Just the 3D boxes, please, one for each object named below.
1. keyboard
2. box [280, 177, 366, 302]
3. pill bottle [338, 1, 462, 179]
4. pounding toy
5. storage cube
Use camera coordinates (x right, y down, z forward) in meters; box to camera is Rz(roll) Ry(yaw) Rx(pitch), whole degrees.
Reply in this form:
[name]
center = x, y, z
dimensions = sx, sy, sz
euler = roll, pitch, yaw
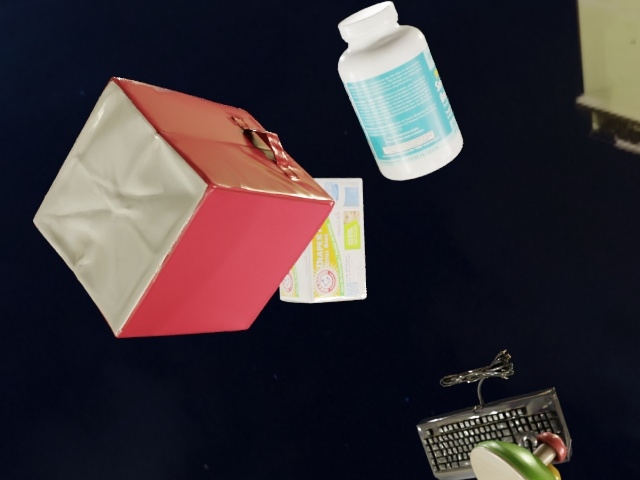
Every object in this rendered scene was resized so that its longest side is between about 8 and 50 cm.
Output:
[keyboard]
center = 0.288, 0.313, 1.474
dimensions = 0.317, 0.033, 0.202
euler = -28, -108, 45
[box]
center = 0.000, 0.000, 1.389
dimensions = 0.114, 0.203, 0.103
euler = -3, -179, -32
[pill bottle]
center = 0.121, -0.241, 1.338
dimensions = 0.146, 0.264, 0.146
euler = -21, -158, 9
[pounding toy]
center = 0.355, 0.389, 1.306
dimensions = 0.110, 0.183, 0.237
euler = -35, -98, -20
[storage cube]
center = -0.141, -0.031, 0.864
dimensions = 0.184, 0.193, 0.215
euler = 47, -66, 28
